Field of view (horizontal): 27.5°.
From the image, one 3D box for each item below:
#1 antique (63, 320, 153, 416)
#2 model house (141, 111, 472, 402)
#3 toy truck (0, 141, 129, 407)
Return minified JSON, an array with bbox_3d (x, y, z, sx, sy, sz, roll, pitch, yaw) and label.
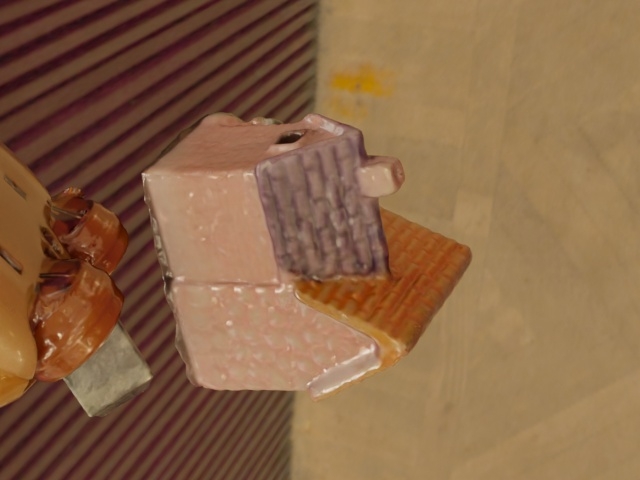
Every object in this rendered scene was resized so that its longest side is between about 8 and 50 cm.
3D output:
[{"bbox_3d":[-0.266,0.102,1.453,0.086,0.088,0.183,-32,109,-8],"label":"antique"},{"bbox_3d":[0.000,0.000,1.196,0.237,0.202,0.237,0,112,28],"label":"model house"},{"bbox_3d":[-0.263,0.024,0.869,0.211,0.288,0.204,-41,112,7],"label":"toy truck"}]
